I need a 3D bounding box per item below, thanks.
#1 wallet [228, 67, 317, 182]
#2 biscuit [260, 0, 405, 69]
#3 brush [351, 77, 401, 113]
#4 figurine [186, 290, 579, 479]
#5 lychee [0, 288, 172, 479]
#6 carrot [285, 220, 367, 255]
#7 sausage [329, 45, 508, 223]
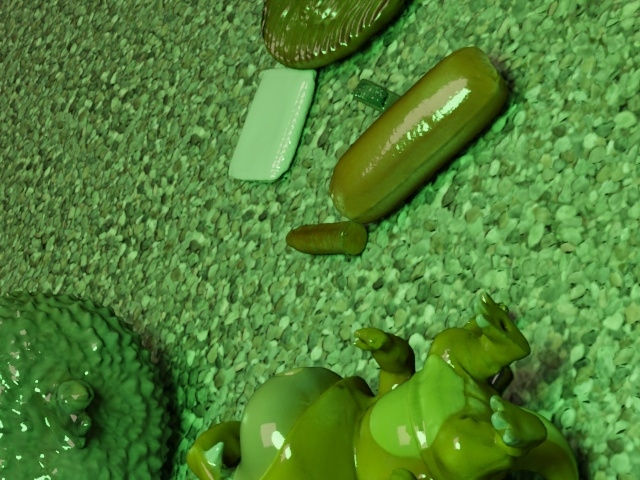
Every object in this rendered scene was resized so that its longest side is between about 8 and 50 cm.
[{"bbox_3d":[-0.068,-0.169,1.917,0.124,0.032,0.183,6,75,47],"label":"wallet"},{"bbox_3d":[0.032,-0.388,1.910,0.318,0.040,0.318,-27,46,32],"label":"biscuit"},{"bbox_3d":[0.097,-0.183,1.752,0.190,0.027,0.034,34,97,49],"label":"brush"},{"bbox_3d":[0.076,0.260,1.340,0.387,0.268,0.401,-34,51,25],"label":"figurine"},{"bbox_3d":[-0.395,0.259,1.766,0.432,0.380,0.380,-29,48,54],"label":"lychee"},{"bbox_3d":[0.000,0.000,1.738,0.139,0.048,0.048,-4,66,48],"label":"carrot"},{"bbox_3d":[0.119,-0.129,1.641,0.274,0.105,0.105,-43,43,20],"label":"sausage"}]
